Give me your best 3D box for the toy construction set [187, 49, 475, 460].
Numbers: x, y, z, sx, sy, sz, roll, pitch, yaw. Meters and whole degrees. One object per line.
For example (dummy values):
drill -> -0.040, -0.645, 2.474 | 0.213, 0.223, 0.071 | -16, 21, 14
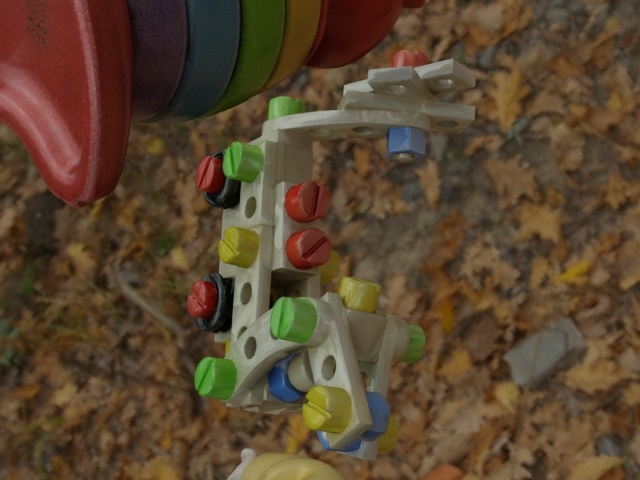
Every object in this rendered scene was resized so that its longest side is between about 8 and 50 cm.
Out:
toy construction set -> 0.000, 0.000, 0.879 | 0.215, 0.151, 0.327 | -18, 51, 53

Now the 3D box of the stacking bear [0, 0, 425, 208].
stacking bear -> -0.063, -0.153, 0.743 | 0.289, 0.164, 0.175 | -19, 44, -39

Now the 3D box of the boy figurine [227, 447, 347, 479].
boy figurine -> -0.037, 0.154, 0.495 | 0.285, 0.092, 0.177 | -7, 32, 23
